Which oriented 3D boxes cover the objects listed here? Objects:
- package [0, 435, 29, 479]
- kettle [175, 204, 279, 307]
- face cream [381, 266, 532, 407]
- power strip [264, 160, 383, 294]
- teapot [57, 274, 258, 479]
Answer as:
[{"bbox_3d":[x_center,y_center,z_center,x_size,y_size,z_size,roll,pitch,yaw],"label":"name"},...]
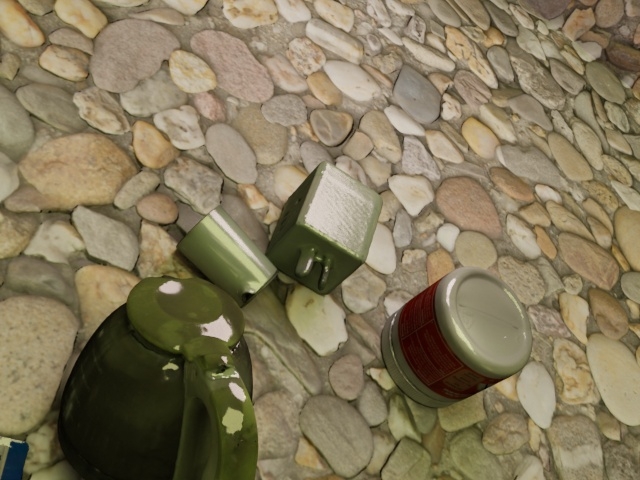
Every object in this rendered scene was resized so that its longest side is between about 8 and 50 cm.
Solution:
[{"bbox_3d":[-0.433,0.290,0.848,0.173,0.027,0.171,22,41,-27],"label":"package"},{"bbox_3d":[-0.148,0.029,1.202,0.148,0.127,0.098,45,78,-5],"label":"kettle"},{"bbox_3d":[0.238,0.170,1.300,0.201,0.187,0.201,18,52,-25],"label":"face cream"},{"bbox_3d":[0.000,0.000,1.282,0.139,0.140,0.224,32,48,-14],"label":"power strip"},{"bbox_3d":[-0.190,0.187,0.893,0.240,0.239,0.321,15,30,-10],"label":"teapot"}]
